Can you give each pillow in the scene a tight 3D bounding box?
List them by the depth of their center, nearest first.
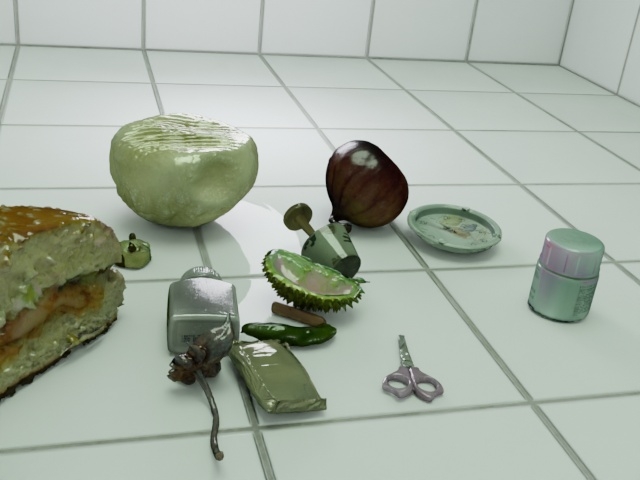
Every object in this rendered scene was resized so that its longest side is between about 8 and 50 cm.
[{"bbox_3d":[-0.080,0.230,1.403,0.119,0.053,0.208,-2,27,-26],"label":"pillow"}]

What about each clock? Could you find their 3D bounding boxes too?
[{"bbox_3d":[0.328,-0.020,2.017,0.236,0.053,0.236,4,28,-2],"label":"clock"}]

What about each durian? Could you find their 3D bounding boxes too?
[{"bbox_3d":[-0.021,0.100,1.644,0.220,0.095,0.137,14,37,8],"label":"durian"}]

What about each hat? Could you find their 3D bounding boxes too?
[{"bbox_3d":[-0.405,0.021,1.760,0.076,0.059,0.077,14,22,5],"label":"hat"}]

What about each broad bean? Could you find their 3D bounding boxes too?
[{"bbox_3d":[-0.049,0.176,1.531,0.195,0.046,0.061,1,5,-28],"label":"broad bean"}]

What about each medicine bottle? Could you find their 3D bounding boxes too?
[{"bbox_3d":[-0.223,0.129,1.539,0.132,0.088,0.188,1,26,-10],"label":"medicine bottle"},{"bbox_3d":[0.523,0.073,1.735,0.135,0.169,0.135,5,26,-2],"label":"medicine bottle"}]

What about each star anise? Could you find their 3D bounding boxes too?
[{"bbox_3d":[-0.160,0.246,1.319,0.227,0.148,0.218,53,11,22],"label":"star anise"}]

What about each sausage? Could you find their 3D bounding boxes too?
[{"bbox_3d":[-0.043,0.148,1.617,0.116,0.026,0.026,16,27,18],"label":"sausage"}]

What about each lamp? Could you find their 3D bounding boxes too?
[{"bbox_3d":[0.000,0.000,1.815,0.121,0.121,0.215,-10,42,-31],"label":"lamp"}]

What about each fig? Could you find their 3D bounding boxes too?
[{"bbox_3d":[0.104,-0.138,2.034,0.214,0.235,0.235,-27,19,17],"label":"fig"}]

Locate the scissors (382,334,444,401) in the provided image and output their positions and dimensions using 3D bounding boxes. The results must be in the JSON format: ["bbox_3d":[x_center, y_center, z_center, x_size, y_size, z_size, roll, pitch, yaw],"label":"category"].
[{"bbox_3d":[0.161,0.227,1.505,0.110,0.021,0.212,6,26,-5],"label":"scissors"}]

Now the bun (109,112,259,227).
[{"bbox_3d":[-0.325,-0.159,1.954,0.348,0.227,0.352,1,29,-12],"label":"bun"}]

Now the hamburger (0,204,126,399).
[{"bbox_3d":[-0.566,0.078,1.384,0.287,0.268,0.445,13,27,23],"label":"hamburger"}]
